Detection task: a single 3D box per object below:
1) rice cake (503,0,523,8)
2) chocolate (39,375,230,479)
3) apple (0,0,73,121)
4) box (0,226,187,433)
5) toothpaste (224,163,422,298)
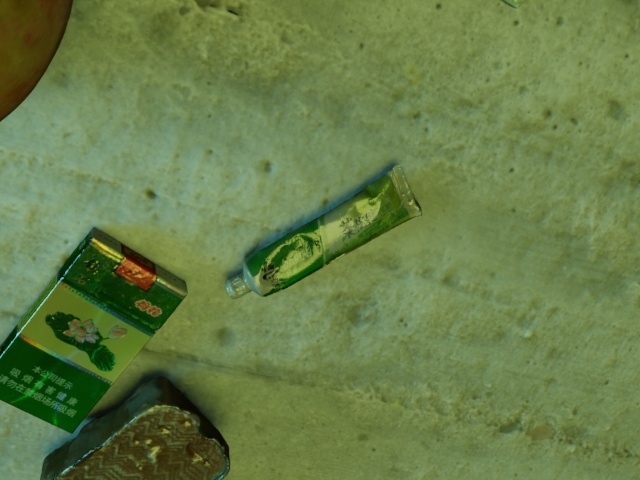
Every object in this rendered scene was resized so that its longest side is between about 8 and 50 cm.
[{"bbox_3d":[0.171,-0.285,0.914,0.121,0.021,0.022,25,103,-25],"label":"rice cake"},{"bbox_3d":[-0.223,0.264,1.049,0.214,0.093,0.148,-35,120,6],"label":"chocolate"},{"bbox_3d":[-0.368,-0.217,0.642,0.363,0.364,0.364,-6,117,-11],"label":"apple"},{"bbox_3d":[-0.276,0.109,0.992,0.132,0.034,0.235,35,103,-26],"label":"box"},{"bbox_3d":[0.000,0.000,1.001,0.248,0.047,0.078,-29,121,-1],"label":"toothpaste"}]
